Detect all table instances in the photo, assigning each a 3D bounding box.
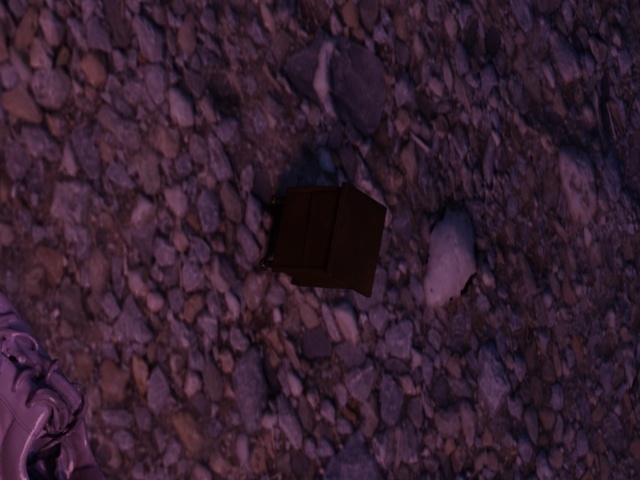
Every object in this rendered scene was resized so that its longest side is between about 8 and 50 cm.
[{"bbox_3d":[0.000,0.000,1.587,0.070,0.082,0.083,29,66,-52],"label":"table"}]

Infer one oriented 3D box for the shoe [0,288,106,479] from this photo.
[{"bbox_3d":[-0.220,0.091,1.214,0.095,0.137,0.245,-35,119,-55],"label":"shoe"}]
